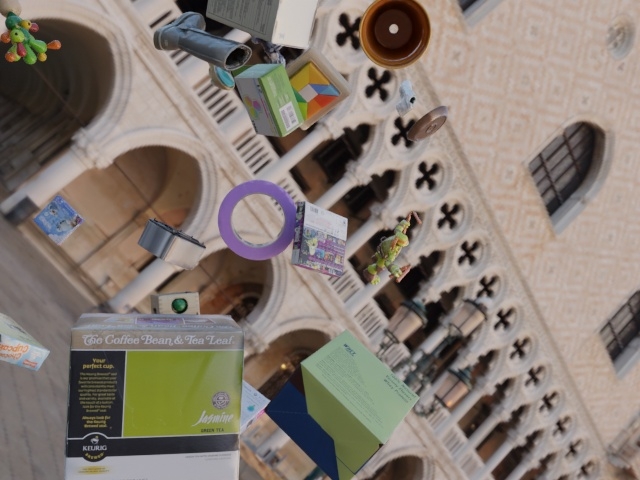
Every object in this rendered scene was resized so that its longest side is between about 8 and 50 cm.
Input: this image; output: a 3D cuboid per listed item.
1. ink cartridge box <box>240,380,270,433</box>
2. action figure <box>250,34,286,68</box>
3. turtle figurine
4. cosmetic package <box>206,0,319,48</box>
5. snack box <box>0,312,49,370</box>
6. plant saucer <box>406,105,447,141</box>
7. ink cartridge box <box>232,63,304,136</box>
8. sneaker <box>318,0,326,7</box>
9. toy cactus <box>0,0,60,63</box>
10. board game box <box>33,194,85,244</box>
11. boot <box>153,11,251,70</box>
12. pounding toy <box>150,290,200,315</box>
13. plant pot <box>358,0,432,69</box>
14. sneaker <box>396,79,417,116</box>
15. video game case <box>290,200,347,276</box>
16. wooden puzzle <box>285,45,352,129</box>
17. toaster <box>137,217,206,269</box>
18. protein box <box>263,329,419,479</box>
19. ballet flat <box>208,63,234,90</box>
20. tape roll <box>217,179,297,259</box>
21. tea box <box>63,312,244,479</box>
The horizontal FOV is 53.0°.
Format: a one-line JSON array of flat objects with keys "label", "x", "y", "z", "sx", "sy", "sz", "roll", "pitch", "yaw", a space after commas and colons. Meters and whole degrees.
[{"label": "ink cartridge box", "x": -0.341, "y": 0.595, "z": 2.176, "sx": 0.186, "sy": 0.311, "sz": 0.065, "roll": 33, "pitch": -50, "yaw": 21}, {"label": "action figure", "x": -0.172, "y": -0.692, "z": 2.330, "sx": 0.185, "sy": 0.099, "sz": 0.285, "roll": 117, "pitch": -48, "yaw": -67}, {"label": "turtle figurine", "x": 0.202, "y": 0.044, "z": 1.904, "sx": 0.087, "sy": 0.269, "sz": 0.217, "roll": 23, "pitch": -38, "yaw": -11}, {"label": "cosmetic package", "x": -0.154, "y": -0.612, "z": 1.664, "sx": 0.296, "sy": 0.129, "sz": 0.153, "roll": 35, "pitch": -62, "yaw": 38}, {"label": "snack box", "x": -0.765, "y": 0.179, "z": 1.386, "sx": 0.187, "sy": 0.060, "sz": 0.322, "roll": 26, "pitch": -11, "yaw": 32}, {"label": "plant saucer", "x": 0.370, "y": -0.391, "z": 2.182, "sx": 0.029, "sy": 0.168, "sz": 0.168, "roll": 56, "pitch": -11, "yaw": 15}, {"label": "ink cartridge box", "x": -0.191, "y": -0.417, "z": 1.904, "sx": 0.255, "sy": 0.097, "sz": 0.188, "roll": 14, "pitch": -45, "yaw": 45}, {"label": "sneaker", "x": 0.027, "y": -0.742, "z": 1.727, "sx": 0.121, "sy": 0.217, "sz": 0.079, "roll": 43, "pitch": 7, "yaw": -16}, {"label": "toy cactus", "x": -0.700, "y": -0.505, "z": 1.498, "sx": 0.219, "sy": 0.112, "sz": 0.180, "roll": -110, "pitch": -177, "yaw": -70}, {"label": "board game box", "x": -0.655, "y": -0.051, "z": 1.607, "sx": 0.090, "sy": 0.090, "sz": 0.020, "roll": 44, "pitch": 1, "yaw": 2}, {"label": "boot", "x": -0.251, "y": -0.459, "z": 1.473, "sx": 0.208, "sy": 0.189, "sz": 0.076, "roll": 14, "pitch": -47, "yaw": 22}, {"label": "pounding toy", "x": -0.402, "y": 0.195, "z": 1.745, "sx": 0.141, "sy": 0.130, "sz": 0.100, "roll": -5, "pitch": -91, "yaw": 64}, {"label": "plant pot", "x": 0.216, "y": -0.620, "z": 1.890, "sx": 0.205, "sy": 0.205, "sz": 0.188, "roll": 51, "pitch": 16, "yaw": -15}, {"label": "sneaker", "x": 0.298, "y": -0.483, "z": 2.157, "sx": 0.061, "sy": 0.152, "sz": 0.054, "roll": -18, "pitch": -42, "yaw": 38}, {"label": "video game case", "x": 0.000, "y": 0.000, "z": 2.129, "sx": 0.042, "sy": 0.210, "sz": 0.232, "roll": -5, "pitch": -15, "yaw": 39}, {"label": "wooden puzzle", "x": -0.042, "y": -0.528, "z": 2.257, "sx": 0.221, "sy": 0.239, "sz": 0.044, "roll": 43, "pitch": 25, "yaw": -26}, {"label": "toaster", "x": -0.514, "y": 0.009, "z": 2.199, "sx": 0.168, "sy": 0.110, "sz": 0.186, "roll": 25, "pitch": -3, "yaw": 35}, {"label": "protein box", "x": 0.044, "y": 0.307, "z": 1.203, "sx": 0.200, "sy": 0.136, "sz": 0.201, "roll": 42, "pitch": 25, "yaw": 13}, {"label": "ballet flat", "x": -0.335, "y": -0.550, "z": 2.134, "sx": 0.080, "sy": 0.073, "sz": 0.232, "roll": 25, "pitch": 33, "yaw": -34}, {"label": "tape roll", "x": -0.216, "y": -0.073, "z": 2.223, "sx": 0.275, "sy": 0.275, "sz": 0.090, "roll": 50, "pitch": -1, "yaw": -9}, {"label": "tea box", "x": -0.337, "y": 0.321, "z": 1.318, "sx": 0.220, "sy": 0.329, "sz": 0.323, "roll": -171, "pitch": -95, "yaw": -75}]
